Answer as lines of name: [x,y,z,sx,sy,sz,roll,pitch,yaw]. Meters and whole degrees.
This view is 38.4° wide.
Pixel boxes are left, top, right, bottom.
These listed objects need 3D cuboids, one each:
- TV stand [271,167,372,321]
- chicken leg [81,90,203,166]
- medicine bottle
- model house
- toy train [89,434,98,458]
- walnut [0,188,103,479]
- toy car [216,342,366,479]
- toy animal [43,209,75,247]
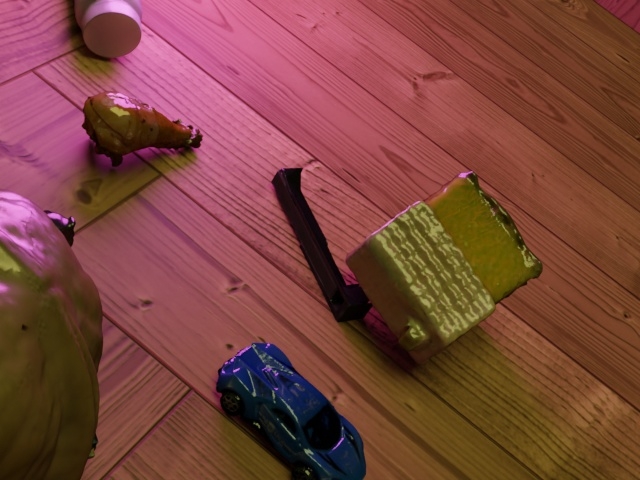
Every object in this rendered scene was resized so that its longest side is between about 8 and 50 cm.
TV stand: [0.000,0.000,1.333,0.049,0.040,0.256,-4,53,-34]
chicken leg: [-0.252,-0.152,1.299,0.207,0.101,0.085,4,49,-56]
medicine bottle: [-0.336,-0.380,1.444,0.103,0.102,0.186,5,49,-28]
model house: [0.159,0.042,1.272,0.234,0.175,0.193,-29,83,-49]
toy train: [-0.282,0.209,0.933,0.122,0.081,0.050,-6,61,-35]
walnut: [-0.357,0.114,0.725,0.381,0.381,0.381,17,44,-17]
toy car: [-0.029,0.209,1.099,0.216,0.063,0.103,42,42,11]
toy animal: [-0.423,0.050,0.980,0.343,0.106,0.168,0,59,-33]
